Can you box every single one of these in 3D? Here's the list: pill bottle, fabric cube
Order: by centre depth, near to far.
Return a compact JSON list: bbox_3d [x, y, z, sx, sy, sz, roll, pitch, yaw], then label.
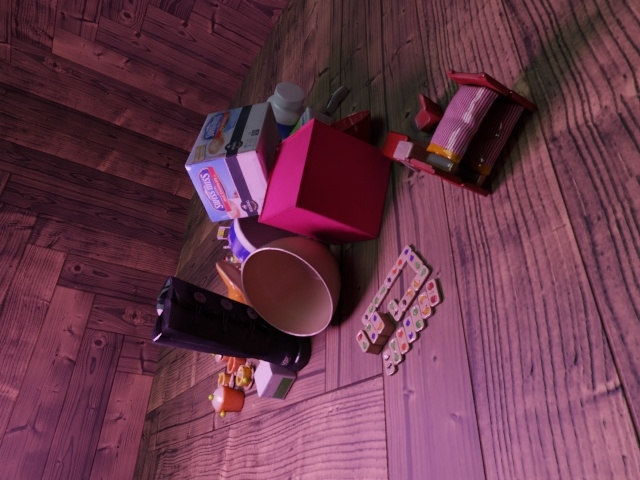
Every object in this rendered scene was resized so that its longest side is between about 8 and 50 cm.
[{"bbox_3d":[0.010,-0.147,1.287,0.259,0.259,0.253,-12,65,61],"label":"fabric cube"},{"bbox_3d":[-0.149,-0.469,1.762,0.272,0.153,0.152,117,157,-52],"label":"pill bottle"}]

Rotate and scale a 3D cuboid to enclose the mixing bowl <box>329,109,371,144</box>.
[{"bbox_3d":[0.087,-0.312,1.385,0.182,0.098,0.181,-25,21,11],"label":"mixing bowl"}]

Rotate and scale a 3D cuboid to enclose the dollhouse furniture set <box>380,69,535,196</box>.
[{"bbox_3d":[0.249,-0.249,1.004,0.201,0.152,0.374,-66,27,11],"label":"dollhouse furniture set"}]

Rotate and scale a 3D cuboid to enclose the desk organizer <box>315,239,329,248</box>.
[{"bbox_3d":[0.000,0.000,1.452,0.050,0.047,0.130,-26,51,59],"label":"desk organizer"}]

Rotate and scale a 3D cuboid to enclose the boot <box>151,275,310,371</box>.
[{"bbox_3d":[-0.270,0.207,1.386,0.146,0.446,0.367,-61,28,21],"label":"boot"}]

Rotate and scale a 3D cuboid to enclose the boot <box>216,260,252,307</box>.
[{"bbox_3d":[-0.332,0.240,1.723,0.211,0.295,0.104,-52,-13,24],"label":"boot"}]

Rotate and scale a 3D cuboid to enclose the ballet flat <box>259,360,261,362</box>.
[{"bbox_3d":[-0.202,0.321,1.599,0.077,0.077,0.230,124,143,-58],"label":"ballet flat"}]

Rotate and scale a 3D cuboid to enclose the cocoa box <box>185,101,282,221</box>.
[{"bbox_3d":[-0.260,-0.263,1.489,0.346,0.228,0.231,-88,-14,-49],"label":"cocoa box"}]

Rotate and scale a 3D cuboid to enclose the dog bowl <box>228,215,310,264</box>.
[{"bbox_3d":[-0.174,-0.018,1.550,0.104,0.265,0.264,-53,31,44],"label":"dog bowl"}]

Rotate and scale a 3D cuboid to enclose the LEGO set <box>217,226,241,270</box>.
[{"bbox_3d":[-0.415,0.028,2.082,0.132,0.107,0.286,-126,42,-52],"label":"LEGO set"}]

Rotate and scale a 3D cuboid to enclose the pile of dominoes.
[{"bbox_3d":[0.167,0.155,1.036,0.251,0.040,0.196,-63,27,19],"label":"pile of dominoes"}]

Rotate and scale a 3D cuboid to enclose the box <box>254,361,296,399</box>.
[{"bbox_3d":[-0.142,0.420,1.411,0.101,0.087,0.102,-63,27,19],"label":"box"}]

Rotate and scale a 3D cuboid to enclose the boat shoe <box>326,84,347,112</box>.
[{"bbox_3d":[0.060,-0.529,1.677,0.125,0.046,0.038,127,144,-49],"label":"boat shoe"}]

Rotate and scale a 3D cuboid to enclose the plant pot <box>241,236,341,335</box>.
[{"bbox_3d":[-0.055,0.100,1.294,0.284,0.284,0.191,-47,0,40],"label":"plant pot"}]

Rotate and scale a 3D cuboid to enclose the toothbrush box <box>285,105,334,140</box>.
[{"bbox_3d":[-0.063,-0.314,1.689,0.283,0.122,0.206,-50,32,39],"label":"toothbrush box"}]

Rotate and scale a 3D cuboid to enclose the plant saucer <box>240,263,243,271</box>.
[{"bbox_3d":[-0.234,0.073,1.819,0.332,0.084,0.331,-42,38,45],"label":"plant saucer"}]

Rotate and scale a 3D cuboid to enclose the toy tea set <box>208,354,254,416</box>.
[{"bbox_3d":[-0.372,0.520,1.752,0.336,0.125,0.199,21,93,64],"label":"toy tea set"}]
